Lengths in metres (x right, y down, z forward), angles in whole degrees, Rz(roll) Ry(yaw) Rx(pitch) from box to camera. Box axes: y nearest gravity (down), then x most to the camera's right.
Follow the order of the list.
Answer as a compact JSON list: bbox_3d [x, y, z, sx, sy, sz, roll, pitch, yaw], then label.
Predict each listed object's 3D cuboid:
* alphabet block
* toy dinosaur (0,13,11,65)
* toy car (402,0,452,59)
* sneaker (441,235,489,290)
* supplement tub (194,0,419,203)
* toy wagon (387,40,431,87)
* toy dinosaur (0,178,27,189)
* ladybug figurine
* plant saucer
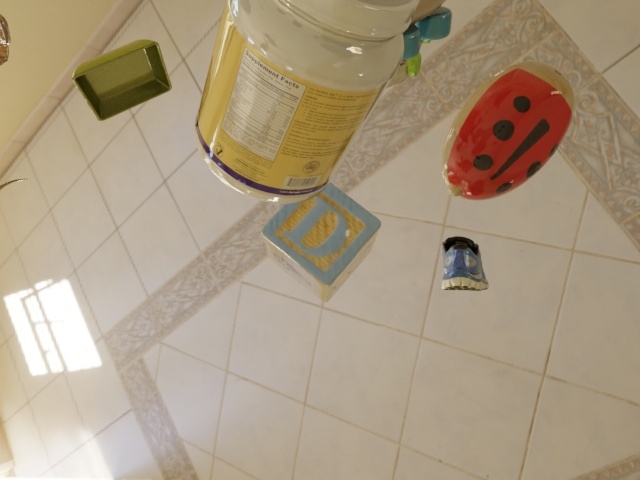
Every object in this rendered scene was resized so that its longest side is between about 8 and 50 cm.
[{"bbox_3d":[0.000,0.000,1.131,0.193,0.197,0.192,40,77,11],"label":"alphabet block"},{"bbox_3d":[-0.506,-0.336,0.770,0.112,0.064,0.212,50,158,-22],"label":"toy dinosaur"},{"bbox_3d":[0.089,-0.449,0.825,0.238,0.210,0.219,24,138,31],"label":"toy car"},{"bbox_3d":[0.405,0.064,1.384,0.130,0.330,0.147,1,87,16],"label":"sneaker"},{"bbox_3d":[-0.032,-0.237,0.700,0.241,0.241,0.331,53,140,18],"label":"supplement tub"},{"bbox_3d":[0.112,-0.447,1.200,0.268,0.068,0.344,13,64,19],"label":"toy wagon"},{"bbox_3d":[-0.636,-0.062,0.917,0.053,0.093,0.183,39,84,-11],"label":"toy dinosaur"},{"bbox_3d":[0.522,-0.285,1.354,0.449,0.305,0.162,-50,26,2],"label":"ladybug figurine"},{"bbox_3d":[-0.437,-0.361,1.096,0.188,0.188,0.045,-29,81,-13],"label":"plant saucer"}]
